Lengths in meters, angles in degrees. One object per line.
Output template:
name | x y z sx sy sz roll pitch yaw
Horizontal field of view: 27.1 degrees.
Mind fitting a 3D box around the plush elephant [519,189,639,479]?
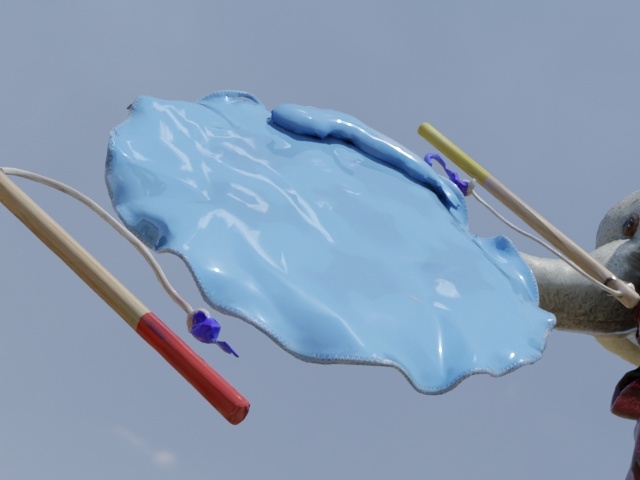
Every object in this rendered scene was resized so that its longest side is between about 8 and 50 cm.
plush elephant | 0.218 0.056 0.759 0.255 0.330 0.272 50 -41 39

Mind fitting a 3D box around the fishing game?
fishing game | 0.000 0.000 0.511 0.189 0.264 0.041 40 -60 25
